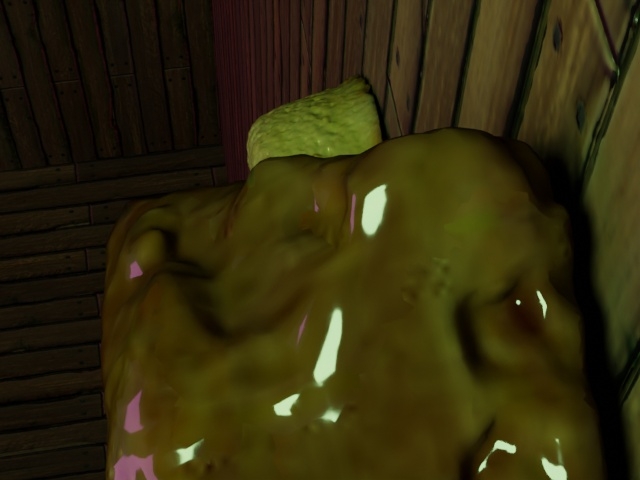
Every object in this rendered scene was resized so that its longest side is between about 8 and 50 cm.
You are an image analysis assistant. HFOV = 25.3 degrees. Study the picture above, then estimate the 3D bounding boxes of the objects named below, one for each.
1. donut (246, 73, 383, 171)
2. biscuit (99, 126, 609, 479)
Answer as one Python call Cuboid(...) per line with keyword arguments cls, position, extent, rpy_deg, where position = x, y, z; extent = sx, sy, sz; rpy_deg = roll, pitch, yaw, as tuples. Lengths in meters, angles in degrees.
Cuboid(cls="donut", position=(0.001, -0.002, 0.895), extent=(0.141, 0.085, 0.217), rpy_deg=(108, 156, -78))
Cuboid(cls="biscuit", position=(0.008, 0.137, 0.600), extent=(0.395, 0.166, 0.343), rpy_deg=(133, 131, -84))
